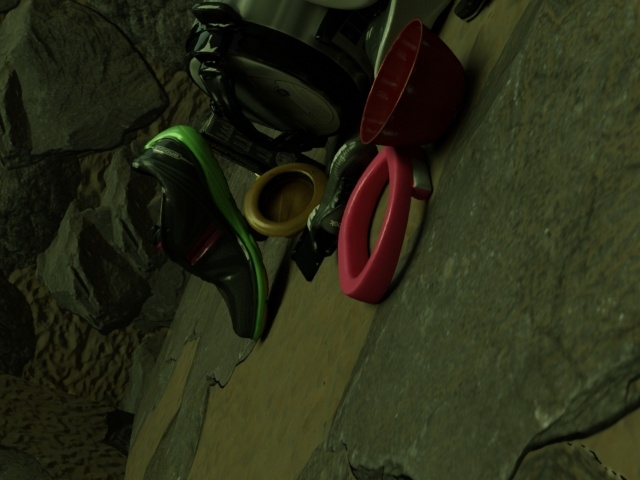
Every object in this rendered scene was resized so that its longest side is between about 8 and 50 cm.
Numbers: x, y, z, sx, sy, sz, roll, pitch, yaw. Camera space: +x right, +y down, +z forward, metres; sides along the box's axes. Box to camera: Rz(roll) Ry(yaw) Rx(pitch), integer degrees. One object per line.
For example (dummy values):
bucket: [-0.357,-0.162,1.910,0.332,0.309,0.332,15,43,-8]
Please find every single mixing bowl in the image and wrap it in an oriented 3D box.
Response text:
mixing bowl: [0.136,-0.199,1.172,0.181,0.098,0.181,-160,90,-77]

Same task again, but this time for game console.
game console: [0.000,0.000,1.615,0.107,0.071,0.122,-31,-26,-59]

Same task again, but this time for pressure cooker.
pressure cooker: [-0.063,-0.389,1.691,0.375,0.370,0.420,145,147,-74]

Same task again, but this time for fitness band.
fitness band: [0.083,-0.036,1.237,0.291,0.054,0.209,-89,23,-59]

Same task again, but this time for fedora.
fedora: [-0.061,-0.070,1.745,0.079,0.194,0.194,68,-153,-49]

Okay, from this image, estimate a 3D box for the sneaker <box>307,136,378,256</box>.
sneaker: [0.039,-0.060,1.417,0.106,0.078,0.234,-88,19,-48]

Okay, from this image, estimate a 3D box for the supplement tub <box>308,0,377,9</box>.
supplement tub: [0.046,-0.575,1.430,0.228,0.228,0.316,160,130,-73]

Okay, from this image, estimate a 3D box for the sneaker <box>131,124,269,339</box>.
sneaker: [-0.252,-0.001,1.831,0.202,0.482,0.185,-26,-1,-7]

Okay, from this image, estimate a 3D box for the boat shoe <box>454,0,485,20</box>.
boat shoe: [0.219,-0.353,1.206,0.133,0.042,0.048,145,142,-70]

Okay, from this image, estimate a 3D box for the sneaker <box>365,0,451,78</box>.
sneaker: [0.147,-0.397,1.418,0.147,0.105,0.295,-113,41,-65]

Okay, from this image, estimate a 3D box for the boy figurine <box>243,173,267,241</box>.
boy figurine: [-0.148,-0.140,2.274,0.177,0.092,0.285,122,160,-49]

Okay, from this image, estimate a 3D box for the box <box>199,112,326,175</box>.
box: [-0.139,-0.193,1.904,0.060,0.270,0.216,-65,13,-5]
